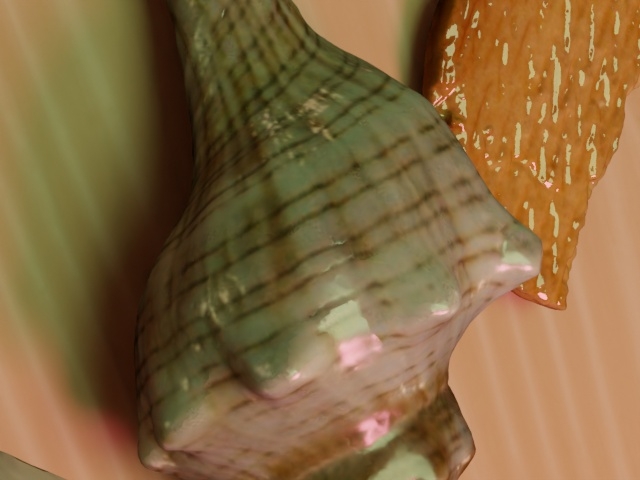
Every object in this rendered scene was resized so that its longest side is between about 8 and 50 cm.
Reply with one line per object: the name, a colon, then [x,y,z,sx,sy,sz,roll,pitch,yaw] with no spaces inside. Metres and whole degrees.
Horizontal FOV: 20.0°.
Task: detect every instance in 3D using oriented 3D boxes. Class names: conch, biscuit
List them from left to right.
conch: [0.012,0.001,0.803,0.203,0.170,0.386,1,91,-62]
biscuit: [0.111,-0.085,0.955,0.144,0.033,0.224,25,74,-32]

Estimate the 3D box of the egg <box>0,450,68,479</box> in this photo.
egg: [-0.166,0.261,0.505,0.354,0.354,0.339,35,51,-31]
